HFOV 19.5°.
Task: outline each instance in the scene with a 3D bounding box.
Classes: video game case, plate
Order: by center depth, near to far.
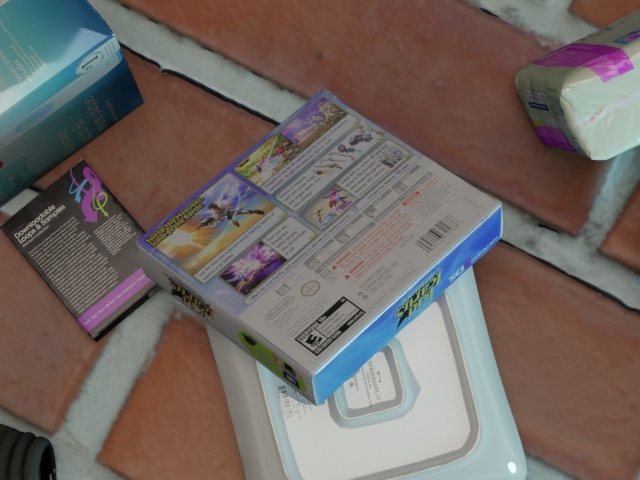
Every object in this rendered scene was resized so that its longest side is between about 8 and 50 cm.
[{"bbox_3d":[0.000,0.000,1.824,0.244,0.061,0.269,36,63,28],"label":"video game case"},{"bbox_3d":[0.043,0.140,1.841,0.278,0.045,0.277,-14,85,-4],"label":"plate"}]

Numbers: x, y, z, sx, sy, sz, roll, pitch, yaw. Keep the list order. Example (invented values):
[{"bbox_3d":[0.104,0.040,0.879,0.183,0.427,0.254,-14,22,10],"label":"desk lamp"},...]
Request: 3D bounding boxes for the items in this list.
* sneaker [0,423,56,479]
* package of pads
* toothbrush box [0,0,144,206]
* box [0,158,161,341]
[{"bbox_3d":[-0.340,0.314,1.846,0.146,0.104,0.296,4,72,9],"label":"sneaker"},{"bbox_3d":[0.358,-0.186,1.880,0.296,0.229,0.101,-26,99,-3],"label":"package of pads"},{"bbox_3d":[-0.345,-0.134,1.902,0.295,0.216,0.126,-36,77,-7],"label":"toothbrush box"},{"bbox_3d":[-0.244,0.010,1.958,0.116,0.029,0.162,-39,79,-8],"label":"box"}]
